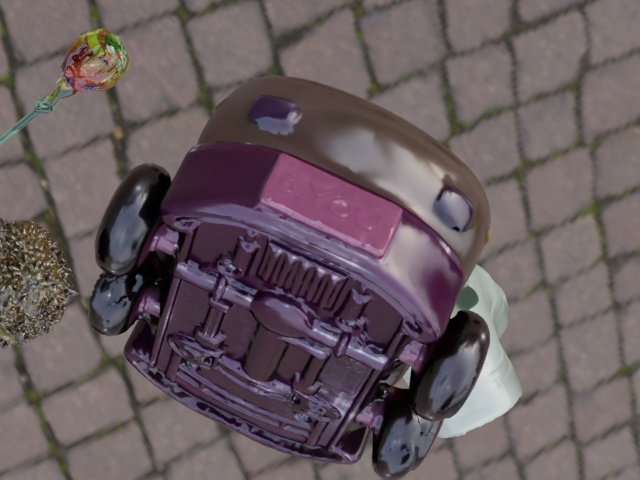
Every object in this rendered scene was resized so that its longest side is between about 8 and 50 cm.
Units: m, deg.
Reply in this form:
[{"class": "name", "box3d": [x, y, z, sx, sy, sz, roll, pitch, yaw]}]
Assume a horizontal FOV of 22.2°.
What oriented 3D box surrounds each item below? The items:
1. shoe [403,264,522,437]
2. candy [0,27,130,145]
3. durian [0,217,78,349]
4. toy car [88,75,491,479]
[{"class": "shoe", "box3d": [0.106, 0.056, 1.610, 0.132, 0.363, 0.160, -26, 104, 7]}, {"class": "candy", "box3d": [-0.256, -0.130, 1.529, 0.201, 0.060, 0.060, -35, 133, 27]}, {"class": "durian", "box3d": [-0.198, 0.026, 1.049, 0.080, 0.091, 0.080, -17, 150, -10]}, {"class": "toy car", "box3d": [0.000, 0.000, 1.159, 0.271, 0.240, 0.340, 26, 151, -1]}]
